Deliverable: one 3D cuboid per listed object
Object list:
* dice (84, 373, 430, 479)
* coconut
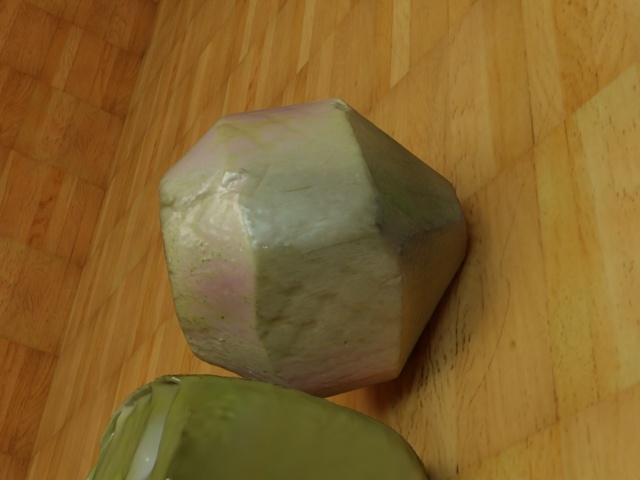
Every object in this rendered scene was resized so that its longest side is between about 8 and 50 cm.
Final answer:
[{"bbox_3d":[-0.063,0.245,0.678,0.233,0.227,0.238,-31,40,54],"label":"dice"},{"bbox_3d":[0.000,0.000,0.786,0.259,0.259,0.259,-48,29,37],"label":"coconut"}]
